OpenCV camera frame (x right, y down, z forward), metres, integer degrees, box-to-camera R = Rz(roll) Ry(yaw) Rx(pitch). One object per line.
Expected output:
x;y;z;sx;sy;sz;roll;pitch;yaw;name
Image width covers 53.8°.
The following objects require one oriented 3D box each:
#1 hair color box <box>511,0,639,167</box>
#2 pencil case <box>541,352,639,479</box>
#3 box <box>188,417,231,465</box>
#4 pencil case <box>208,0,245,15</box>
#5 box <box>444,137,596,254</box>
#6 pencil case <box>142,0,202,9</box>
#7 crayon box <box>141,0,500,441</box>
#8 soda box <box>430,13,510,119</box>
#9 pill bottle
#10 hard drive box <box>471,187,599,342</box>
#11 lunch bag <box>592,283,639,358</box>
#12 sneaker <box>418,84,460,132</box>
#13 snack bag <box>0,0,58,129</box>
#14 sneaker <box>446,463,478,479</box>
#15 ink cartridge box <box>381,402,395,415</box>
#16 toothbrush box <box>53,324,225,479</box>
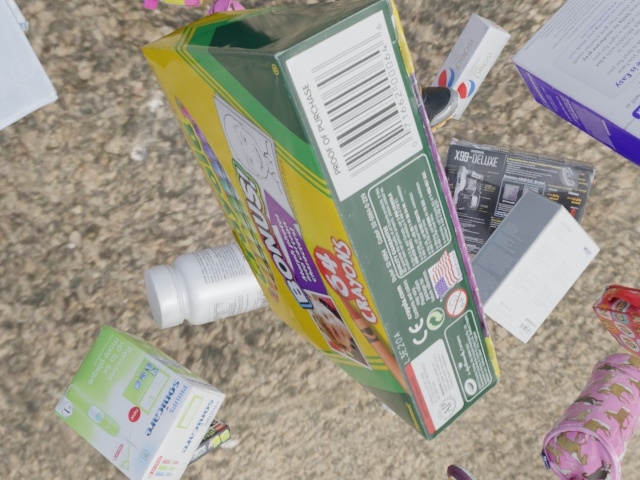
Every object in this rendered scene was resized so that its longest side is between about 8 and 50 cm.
0.400;-0.172;0.691;0.185;0.339;0.110;-46;135;10;hair color box
0.620;0.390;1.378;0.160;0.386;0.167;55;132;8;pencil case
-0.320;0.468;1.444;0.114;0.207;0.036;13;115;42;box
-0.172;-0.501;1.531;0.095;0.098;0.209;-38;134;26;pencil case
0.413;-0.078;1.392;0.307;0.076;0.242;12;111;14;box
-0.232;-0.490;0.996;0.104;0.104;0.236;7;97;0;pencil case
-0.008;-0.032;0.611;0.106;0.313;0.363;-33;120;-20;crayon box
0.322;-0.382;1.403;0.069;0.074;0.216;7;127;-32;soda box
-0.236;0.096;1.414;0.283;0.160;0.160;-13;100;-25;pill bottle
0.386;0.052;1.180;0.181;0.089;0.232;35;95;-39;hard drive box
0.879;0.222;1.702;0.258;0.293;0.120;45;84;-10;lunch bag
0.113;-0.217;1.008;0.215;0.083;0.084;-5;57;13;sneaker
-0.698;-0.343;1.206;0.323;0.037;0.342;-29;92;4;snack bag
0.296;0.538;1.251;0.084;0.069;0.185;-25;59;-20;sneaker
0.252;0.365;1.800;0.171;0.056;0.235;-27;133;-32;ink cartridge box
-0.367;0.329;1.277;0.283;0.122;0.206;25;81;30;toothbrush box
